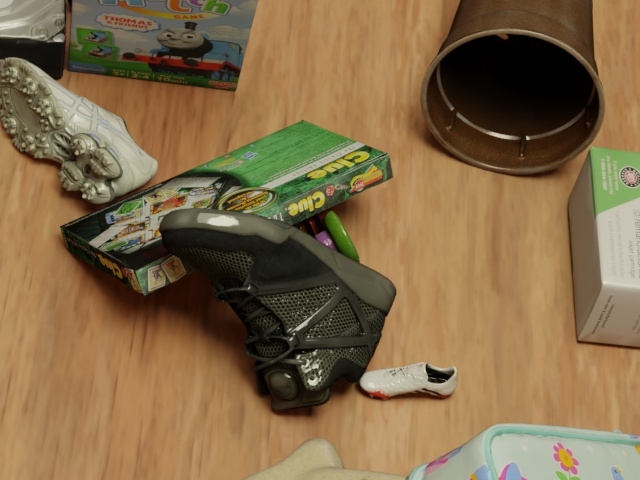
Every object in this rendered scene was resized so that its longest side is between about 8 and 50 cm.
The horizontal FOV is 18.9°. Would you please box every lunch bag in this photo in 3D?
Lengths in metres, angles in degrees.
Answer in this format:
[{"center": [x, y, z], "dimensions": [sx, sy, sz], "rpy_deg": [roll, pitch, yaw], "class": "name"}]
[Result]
[{"center": [0.188, 0.235, 1.326], "dimensions": [0.279, 0.108, 0.224], "rpy_deg": [13, 49, -45], "class": "lunch bag"}]

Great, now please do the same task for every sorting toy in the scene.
[{"center": [0.000, 0.000, 1.671], "dimensions": [0.042, 0.061, 0.102], "rpy_deg": [-29, 27, -3], "class": "sorting toy"}]

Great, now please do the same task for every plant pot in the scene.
[{"center": [0.186, -0.178, 1.787], "dimensions": [0.167, 0.167, 0.165], "rpy_deg": [14, 45, 0], "class": "plant pot"}]

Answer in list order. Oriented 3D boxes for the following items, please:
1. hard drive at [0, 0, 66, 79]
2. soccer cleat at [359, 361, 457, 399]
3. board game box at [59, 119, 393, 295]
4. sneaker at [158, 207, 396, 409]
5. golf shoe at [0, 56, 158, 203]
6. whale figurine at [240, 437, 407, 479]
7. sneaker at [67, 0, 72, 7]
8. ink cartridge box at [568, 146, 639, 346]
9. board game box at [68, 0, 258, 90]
[{"center": [-0.362, -0.300, 1.824], "dimensions": [0.237, 0.064, 0.339], "rpy_deg": [2, 52, -11], "class": "hard drive"}, {"center": [0.075, 0.115, 1.611], "dimensions": [0.083, 0.035, 0.029], "rpy_deg": [4, 53, -9], "class": "soccer cleat"}, {"center": [-0.080, -0.033, 1.658], "dimensions": [0.260, 0.030, 0.136], "rpy_deg": [-25, 27, -26], "class": "board game box"}, {"center": [-0.040, 0.058, 1.554], "dimensions": [0.227, 0.087, 0.130], "rpy_deg": [29, 66, -37], "class": "sneaker"}, {"center": [-0.218, -0.099, 1.712], "dimensions": [0.176, 0.069, 0.086], "rpy_deg": [46, 33, 22], "class": "golf shoe"}, {"center": [0.047, 0.255, 1.460], "dimensions": [0.216, 0.141, 0.272], "rpy_deg": [-30, 40, -29], "class": "whale figurine"}, {"center": [-0.146, -0.249, 1.737], "dimensions": [0.106, 0.267, 0.101], "rpy_deg": [-38, 104, -23], "class": "sneaker"}, {"center": [0.339, 0.014, 1.706], "dimensions": [0.219, 0.092, 0.160], "rpy_deg": [6, 53, -7], "class": "ink cartridge box"}, {"center": [-0.140, -0.201, 1.698], "dimensions": [0.160, 0.211, 0.039], "rpy_deg": [6, 67, -6], "class": "board game box"}]
